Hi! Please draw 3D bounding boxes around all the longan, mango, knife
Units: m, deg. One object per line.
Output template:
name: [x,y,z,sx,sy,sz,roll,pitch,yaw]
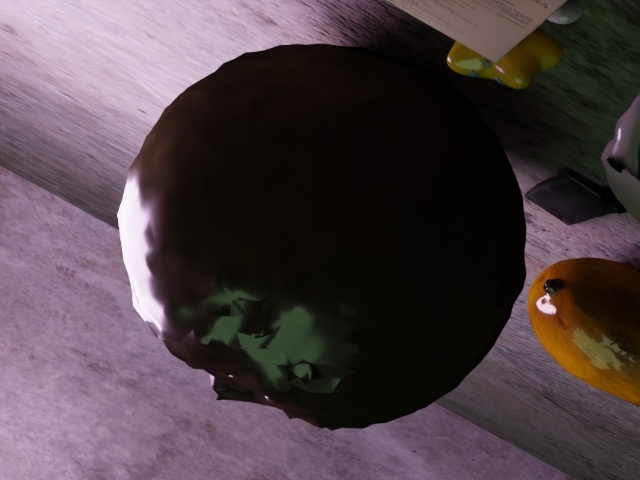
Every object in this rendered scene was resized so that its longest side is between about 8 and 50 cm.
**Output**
longan: [0.000,0.000,1.348,0.391,0.391,0.391,27,167,6]
mango: [0.384,0.122,1.574,0.359,0.144,0.187,26,-179,-19]
knife: [0.268,-0.045,1.423,0.072,0.019,0.245,31,169,-8]

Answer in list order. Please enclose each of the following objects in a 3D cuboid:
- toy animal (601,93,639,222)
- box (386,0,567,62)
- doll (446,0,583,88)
toy animal: [0.326,-0.042,1.004,0.208,0.156,0.204,42,179,28]
box: [0.071,-0.226,0.937,0.212,0.095,0.168,29,169,-6]
doll: [0.146,-0.177,1.082,0.135,0.071,0.113,3,135,49]
